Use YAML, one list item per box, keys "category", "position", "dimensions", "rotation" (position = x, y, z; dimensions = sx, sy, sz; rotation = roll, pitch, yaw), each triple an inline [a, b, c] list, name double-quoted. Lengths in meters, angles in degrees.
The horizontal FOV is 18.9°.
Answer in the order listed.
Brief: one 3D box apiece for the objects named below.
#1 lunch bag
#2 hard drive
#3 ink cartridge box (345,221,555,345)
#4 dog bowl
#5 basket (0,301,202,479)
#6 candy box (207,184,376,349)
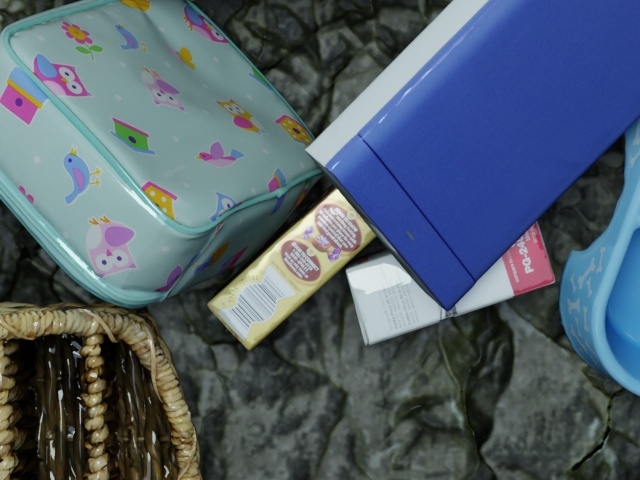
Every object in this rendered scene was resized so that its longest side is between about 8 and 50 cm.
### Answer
- category: "lunch bag"
  position: [-0.131, -0.077, 1.388]
  dimensions: [0.224, 0.279, 0.108]
  rotation: [44, 115, 7]
- category: "hard drive"
  position: [0.153, -0.116, 1.332]
  dimensions: [0.318, 0.210, 0.040]
  rotation: [-45, 52, -3]
- category: "ink cartridge box"
  position: [0.096, 0.025, 1.474]
  dimensions: [0.151, 0.109, 0.063]
  rotation: [-18, 92, 1]
- category: "dog bowl"
  position: [0.291, -0.010, 1.459]
  dimensions: [0.166, 0.074, 0.297]
  rotation: [16, 105, -7]
- category: "basket"
  position: [-0.194, 0.198, 1.428]
  dimensions: [0.214, 0.223, 0.299]
  rotation: [-1, 91, -2]
- category: "candy box"
  position: [0.000, 0.000, 1.474]
  dimensions: [0.187, 0.109, 0.053]
  rotation: [-44, 92, 4]
